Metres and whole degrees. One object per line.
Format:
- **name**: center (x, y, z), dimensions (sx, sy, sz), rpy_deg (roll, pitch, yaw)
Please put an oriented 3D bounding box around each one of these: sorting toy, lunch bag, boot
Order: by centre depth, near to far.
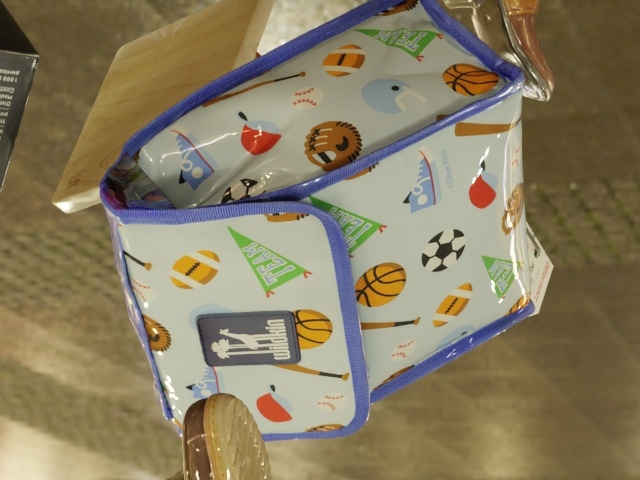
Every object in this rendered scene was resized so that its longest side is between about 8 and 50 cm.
- **boot**: center (-0.138, 0.208, 1.035), dimensions (0.207, 0.090, 0.248), rpy_deg (2, 122, 9)
- **lunch bag**: center (0.000, 0.000, 1.419), dimensions (0.385, 0.239, 0.328), rpy_deg (-26, 135, -17)
- **sorting toy**: center (-0.162, -0.146, 1.773), dimensions (0.257, 0.255, 0.089), rpy_deg (-16, 134, 40)
- **boot**: center (0.281, -0.348, 1.887), dimensions (0.264, 0.280, 0.096), rpy_deg (48, 161, -27)

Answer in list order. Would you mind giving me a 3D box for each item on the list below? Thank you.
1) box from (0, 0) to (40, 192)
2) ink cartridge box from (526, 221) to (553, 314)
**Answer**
- **box**: center (-0.425, -0.116, 1.373), dimensions (0.179, 0.343, 0.312), rpy_deg (5, 120, -34)
- **ink cartridge box**: center (0.216, 0.016, 1.800), dimensions (0.056, 0.099, 0.135), rpy_deg (-19, 118, 33)
